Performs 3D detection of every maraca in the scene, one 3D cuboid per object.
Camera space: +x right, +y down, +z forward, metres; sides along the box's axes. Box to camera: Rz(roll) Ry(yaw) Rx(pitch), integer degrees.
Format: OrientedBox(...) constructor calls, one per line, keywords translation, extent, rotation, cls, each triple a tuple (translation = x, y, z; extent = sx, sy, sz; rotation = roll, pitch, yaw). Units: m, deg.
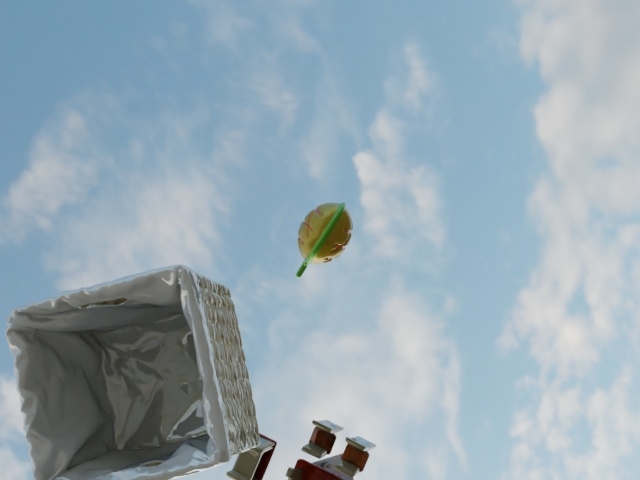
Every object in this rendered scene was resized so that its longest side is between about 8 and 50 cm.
OrientedBox(translation=(0.000, 0.000, 1.644), extent=(0.185, 0.099, 0.127), rotation=(-57, -1, 39), cls="maraca")

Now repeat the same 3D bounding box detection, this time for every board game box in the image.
OrientedBox(translation=(0.021, 0.486, 1.707), extent=(0.090, 0.020, 0.090), rotation=(-15, -109, -8), cls="board game box")

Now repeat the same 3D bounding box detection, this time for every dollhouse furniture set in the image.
OrientedBox(translation=(-0.040, 0.473, 1.658), extent=(0.262, 0.259, 0.135), rotation=(-67, -21, -1), cls="dollhouse furniture set")

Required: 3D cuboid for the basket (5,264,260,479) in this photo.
OrientedBox(translation=(-0.306, 0.241, 1.442), extent=(0.266, 0.328, 0.331), rotation=(36, -140, -77), cls="basket")
